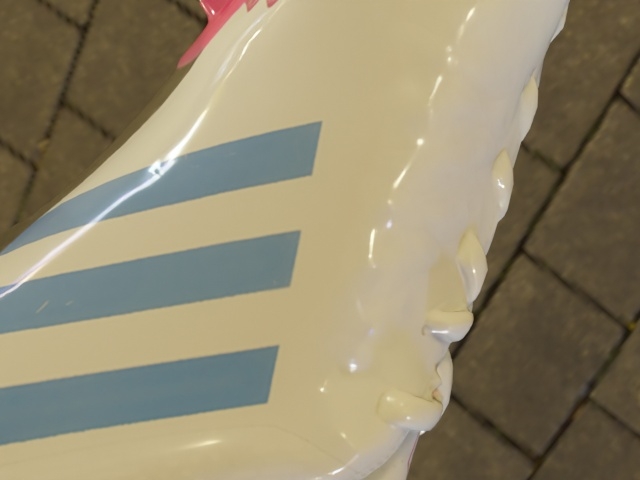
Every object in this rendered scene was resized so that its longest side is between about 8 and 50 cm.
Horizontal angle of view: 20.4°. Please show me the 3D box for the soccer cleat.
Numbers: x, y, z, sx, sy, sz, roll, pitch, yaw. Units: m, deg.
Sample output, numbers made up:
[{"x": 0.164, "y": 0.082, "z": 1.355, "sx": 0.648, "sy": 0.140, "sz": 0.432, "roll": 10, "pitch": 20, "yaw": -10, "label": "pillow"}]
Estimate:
[{"x": 0.000, "y": 0.000, "z": 0.480, "sx": 0.143, "sy": 0.116, "sz": 0.331, "roll": 44, "pitch": 83, "yaw": 7, "label": "soccer cleat"}]
